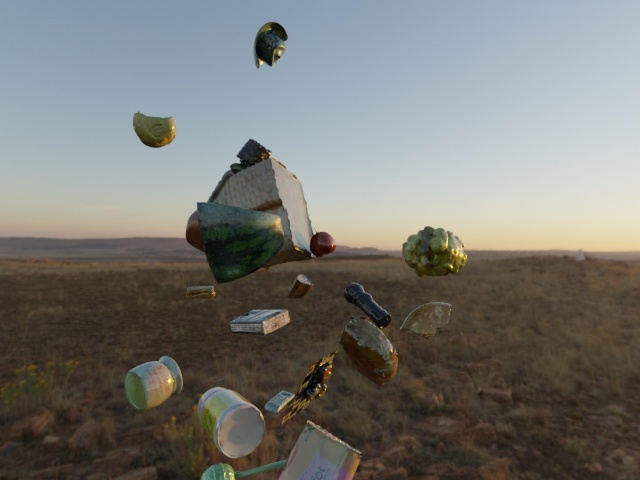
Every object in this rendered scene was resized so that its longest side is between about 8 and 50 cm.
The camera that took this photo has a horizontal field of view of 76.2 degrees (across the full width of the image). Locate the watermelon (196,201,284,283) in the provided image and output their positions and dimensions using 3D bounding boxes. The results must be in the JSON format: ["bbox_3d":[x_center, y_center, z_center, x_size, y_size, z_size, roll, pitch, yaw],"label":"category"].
[{"bbox_3d":[-0.288,-0.053,1.424,0.283,0.250,0.292,-17,48,-22],"label":"watermelon"}]

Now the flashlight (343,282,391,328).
[{"bbox_3d":[0.186,0.254,1.602,0.093,0.093,0.232,2,22,-35],"label":"flashlight"}]

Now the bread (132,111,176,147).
[{"bbox_3d":[-0.623,-0.413,1.527,0.156,0.125,0.086,7,3,-17],"label":"bread"}]

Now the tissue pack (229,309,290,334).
[{"bbox_3d":[-0.279,0.372,1.870,0.236,0.073,0.173,-9,6,41],"label":"tissue pack"}]

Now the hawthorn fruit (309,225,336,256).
[{"bbox_3d":[0.011,0.012,1.875,0.125,0.140,0.125,1,-24,1],"label":"hawthorn fruit"}]

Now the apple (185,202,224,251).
[{"bbox_3d":[-0.439,-0.050,1.671,0.188,0.211,0.211,17,-1,3],"label":"apple"}]

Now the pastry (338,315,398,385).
[{"bbox_3d":[0.148,0.346,1.296,0.100,0.229,0.218,-34,6,-24],"label":"pastry"}]

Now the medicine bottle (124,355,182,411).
[{"bbox_3d":[-0.562,0.481,1.382,0.147,0.147,0.143,0,7,36],"label":"medicine bottle"}]

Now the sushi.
[{"bbox_3d":[-0.018,0.517,1.415,0.043,0.279,0.192,34,18,25],"label":"sushi"}]

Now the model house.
[{"bbox_3d":[-0.280,-0.084,1.918,0.400,0.445,0.395,-17,-13,12],"label":"model house"}]

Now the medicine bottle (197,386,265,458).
[{"bbox_3d":[-0.403,0.778,1.786,0.214,0.213,0.379,1,-6,-29],"label":"medicine bottle"}]

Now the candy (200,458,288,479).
[{"bbox_3d":[-0.231,0.865,1.546,0.440,0.119,0.119,-4,0,-24],"label":"candy"}]

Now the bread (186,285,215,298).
[{"bbox_3d":[-0.558,0.242,1.905,0.132,0.053,0.074,0,8,-16],"label":"bread"}]

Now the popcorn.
[{"bbox_3d":[0.468,0.056,1.743,0.250,0.235,0.242,-25,-61,41],"label":"popcorn"}]

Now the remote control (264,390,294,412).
[{"bbox_3d":[-0.165,0.654,1.657,0.061,0.029,0.162,12,4,21],"label":"remote control"}]

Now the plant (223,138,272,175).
[{"bbox_3d":[-0.370,-0.372,2.055,0.146,0.274,0.149,46,12,32],"label":"plant"}]

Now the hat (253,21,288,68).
[{"bbox_3d":[-0.153,-0.605,1.299,0.078,0.138,0.191,45,1,-2],"label":"hat"}]

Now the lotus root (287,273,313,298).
[{"bbox_3d":[-0.103,0.249,2.155,0.095,0.135,0.159,34,22,8],"label":"lotus root"}]

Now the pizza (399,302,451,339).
[{"bbox_3d":[0.465,0.344,1.770,0.271,0.134,0.056,-31,-19,-23],"label":"pizza"}]

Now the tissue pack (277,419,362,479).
[{"bbox_3d":[-0.010,0.743,1.292,0.215,0.256,0.123,11,-23,44],"label":"tissue pack"}]
